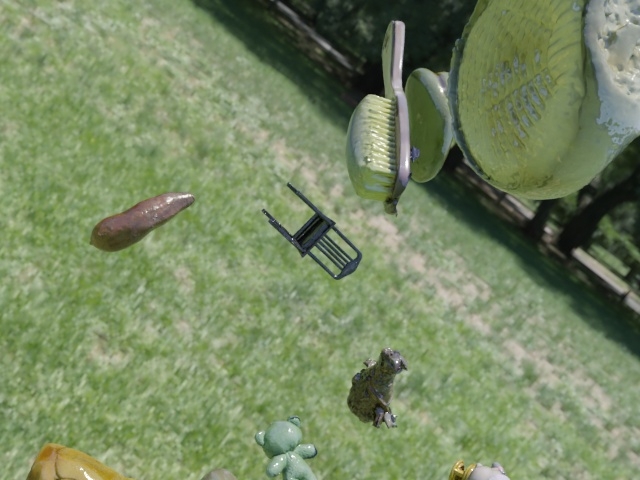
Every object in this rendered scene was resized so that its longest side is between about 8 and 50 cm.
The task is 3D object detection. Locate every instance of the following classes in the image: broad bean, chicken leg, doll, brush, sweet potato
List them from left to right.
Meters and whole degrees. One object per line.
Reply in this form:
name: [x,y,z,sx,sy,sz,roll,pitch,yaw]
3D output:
sweet potato: [-0.449,-0.052,2.269,0.097,0.292,0.097,56,-16,26]
doll: [-0.058,0.394,1.588,0.115,0.077,0.150,-15,73,-36]
brush: [0.064,-0.156,0.991,0.067,0.072,0.313,15,46,-11]
chicken leg: [0.111,0.264,1.659,0.080,0.196,0.125,-3,34,-25]
broad bean: [0.259,-0.264,2.066,0.121,0.263,0.189,0,10,-16]
doll: [0.277,0.394,1.444,0.127,0.073,0.084,19,45,30]

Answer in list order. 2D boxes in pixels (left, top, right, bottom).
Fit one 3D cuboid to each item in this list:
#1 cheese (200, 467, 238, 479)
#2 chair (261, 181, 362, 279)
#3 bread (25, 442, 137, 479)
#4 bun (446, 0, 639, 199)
cheese: [-0.199,0.611,1.997,0.202,0.091,0.175,51,1,23]
chair: [0.000,0.000,1.598,0.212,0.084,0.101,44,2,-19]
bread: [-0.484,0.549,1.906,0.294,0.132,0.167,27,-6,-6]
bun: [0.357,-0.238,1.318,0.202,0.364,0.364,6,25,-26]
